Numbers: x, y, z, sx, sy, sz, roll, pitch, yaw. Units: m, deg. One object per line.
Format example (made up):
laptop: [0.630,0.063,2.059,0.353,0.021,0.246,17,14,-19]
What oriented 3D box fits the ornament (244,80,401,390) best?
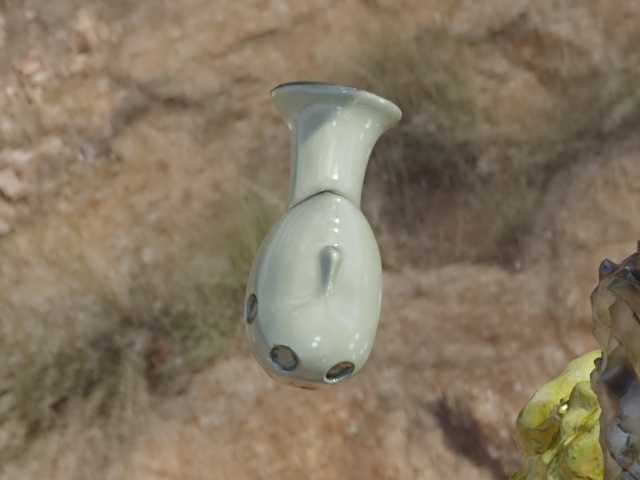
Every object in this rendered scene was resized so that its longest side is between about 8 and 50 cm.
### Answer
ornament: [0.000,0.000,1.009,0.075,0.081,0.156,11,76,-11]

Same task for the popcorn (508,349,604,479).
popcorn: [0.176,0.146,0.861,0.169,0.189,0.218,-37,77,-12]

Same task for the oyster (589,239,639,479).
oyster: [0.176,0.047,0.555,0.198,0.259,0.092,-13,52,23]
